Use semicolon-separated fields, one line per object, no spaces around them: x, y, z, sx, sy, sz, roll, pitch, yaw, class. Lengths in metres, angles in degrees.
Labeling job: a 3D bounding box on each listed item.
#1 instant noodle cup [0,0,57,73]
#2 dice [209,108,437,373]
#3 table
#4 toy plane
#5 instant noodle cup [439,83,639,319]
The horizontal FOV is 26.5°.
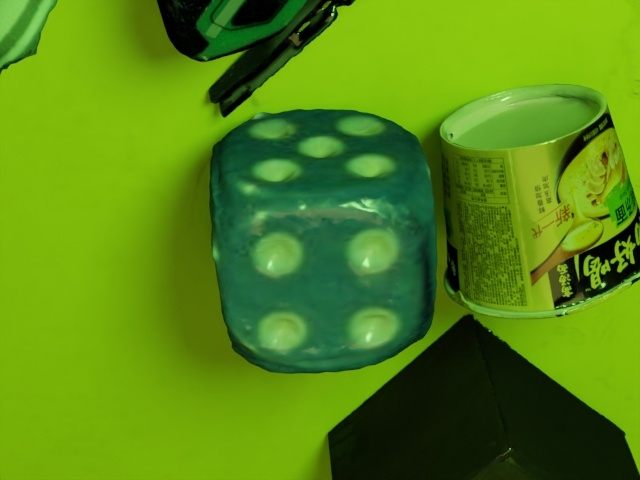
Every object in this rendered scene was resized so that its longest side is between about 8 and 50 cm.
-0.208;-0.213;0.675;0.284;0.312;0.284;-2;124;-3;instant noodle cup
0.000;0.000;0.934;0.146;0.143;0.146;-3;123;-3;dice
0.136;0.205;1.063;0.193;0.172;0.169;38;113;-25;table
0.015;-0.223;0.814;0.155;0.106;0.381;25;117;-39;toy plane
0.147;-0.032;0.935;0.151;0.151;0.122;-13;112;4;instant noodle cup
